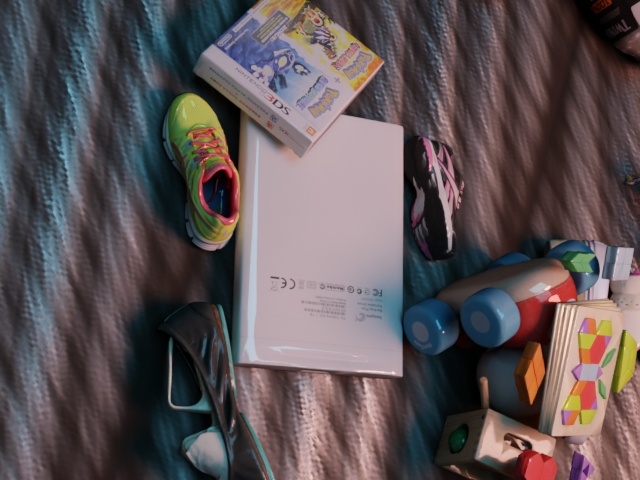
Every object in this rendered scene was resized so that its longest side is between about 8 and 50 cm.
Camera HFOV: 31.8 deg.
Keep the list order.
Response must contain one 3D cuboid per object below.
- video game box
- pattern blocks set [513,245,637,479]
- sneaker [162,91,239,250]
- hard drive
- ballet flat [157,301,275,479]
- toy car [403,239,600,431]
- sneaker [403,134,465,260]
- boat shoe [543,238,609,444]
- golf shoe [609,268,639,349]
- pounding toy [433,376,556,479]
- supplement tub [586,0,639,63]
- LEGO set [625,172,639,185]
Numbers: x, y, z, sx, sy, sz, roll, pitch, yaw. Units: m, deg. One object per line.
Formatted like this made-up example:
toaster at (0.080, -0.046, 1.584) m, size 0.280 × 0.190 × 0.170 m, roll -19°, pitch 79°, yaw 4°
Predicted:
video game box at (-0.039, -0.234, 1.510) m, size 0.187 × 0.048 × 0.205 m, roll 40°, pitch 52°, yaw -2°
pattern blocks set at (0.336, 0.167, 1.444) m, size 0.285 × 0.026 × 0.324 m, roll -12°, pitch 108°, yaw -46°
sneaker at (-0.141, -0.097, 1.437) m, size 0.082 × 0.094 × 0.208 m, roll -12°, pitch 80°, yaw -25°
hard drive at (0.000, 0.000, 1.502) m, size 0.233 × 0.047 × 0.352 m, roll 8°, pitch 74°, yaw -22°
ballet flat at (-0.133, 0.213, 1.369) m, size 0.096 × 0.095 × 0.280 m, roll -14°, pitch 72°, yaw -17°
toy car at (0.272, 0.152, 1.506) m, size 0.219 × 0.210 × 0.237 m, roll -26°, pitch 97°, yaw -39°
sneaker at (0.175, -0.062, 1.587) m, size 0.077 × 0.072 × 0.178 m, roll -3°, pitch 83°, yaw -36°
boat shoe at (0.352, 0.140, 1.607) m, size 0.094 × 0.109 × 0.302 m, roll 8°, pitch 68°, yaw 3°
golf shoe at (0.562, 0.139, 1.695) m, size 0.306 × 0.115 × 0.140 m, roll 16°, pitch 81°, yaw -13°
pounding toy at (0.226, 0.260, 1.488) m, size 0.141 × 0.130 × 0.100 m, roll 26°, pitch 67°, yaw -16°
supplement tub at (0.499, -0.430, 1.757) m, size 0.194 × 0.193 × 0.316 m, roll -32°, pitch 90°, yaw -28°
LEGO set at (0.654, -0.089, 1.701) m, size 0.331 × 0.255 × 0.192 m, roll -20°, pitch 112°, yaw -16°
